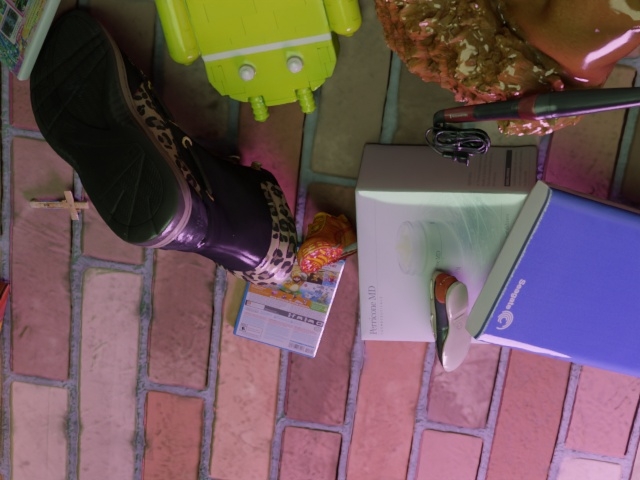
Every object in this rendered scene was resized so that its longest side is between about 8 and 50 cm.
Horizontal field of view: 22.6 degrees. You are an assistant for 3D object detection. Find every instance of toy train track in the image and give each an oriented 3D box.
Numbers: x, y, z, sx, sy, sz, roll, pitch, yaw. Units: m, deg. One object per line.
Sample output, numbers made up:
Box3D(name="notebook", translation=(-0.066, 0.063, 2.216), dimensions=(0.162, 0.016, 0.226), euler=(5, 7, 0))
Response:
Box3D(name="toy train track", translation=(-0.350, -0.051, 2.152), dimensions=(0.083, 0.014, 0.048), euler=(1, 127, 14))

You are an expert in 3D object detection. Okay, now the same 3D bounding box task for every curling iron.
Box3D(name="curling iron", translation=(0.241, -0.136, 1.733), dimensions=(0.274, 0.035, 0.068), euler=(-12, 130, 29))

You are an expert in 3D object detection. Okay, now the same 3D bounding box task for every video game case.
Box3D(name="video game case", translation=(-0.043, 0.076, 2.182), dimensions=(0.119, 0.015, 0.166), euler=(17, 121, -1))
Box3D(name="video game case", translation=(-0.378, -0.301, 1.963), dimensions=(0.143, 0.019, 0.157), euler=(44, 123, 24))

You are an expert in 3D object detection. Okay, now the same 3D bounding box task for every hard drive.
Box3D(name="hard drive", translation=(0.357, 0.058, 2.002), dimensions=(0.319, 0.040, 0.210), euler=(14, 110, -30))

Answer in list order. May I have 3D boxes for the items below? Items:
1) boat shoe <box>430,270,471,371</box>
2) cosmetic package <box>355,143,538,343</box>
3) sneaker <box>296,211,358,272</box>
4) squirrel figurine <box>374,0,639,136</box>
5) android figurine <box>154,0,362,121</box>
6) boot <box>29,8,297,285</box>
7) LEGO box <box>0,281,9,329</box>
Box3D(name="boat shoe", translation=(0.158, 0.101, 1.995), dimensions=(0.043, 0.049, 0.137), euler=(30, 136, 40))
Box3D(name="cosmetic package", translation=(0.162, 0.005, 2.043), dimensions=(0.225, 0.138, 0.224), euler=(1, 120, 8))
Box3D(name="sneaker", translation=(0.000, 0.000, 2.043), dimensions=(0.064, 0.175, 0.067), euler=(-29, 87, 14))
Box3D(name="squirrel figurine", translation=(0.194, -0.329, 1.776), dimensions=(0.370, 0.281, 0.397), euler=(31, 117, -3))
Box3D(name="android figurine", translation=(-0.074, -0.275, 1.962), dimensions=(0.248, 0.056, 0.272), euler=(-7, 117, 11))
Box3D(name="boot", translation=(-0.191, -0.106, 1.990), dimensions=(0.138, 0.377, 0.284), euler=(-46, 144, 14))
Box3D(name="LEGO box", translation=(-0.682, 0.251, 2.267), dimensions=(0.372, 0.193, 0.500), euler=(17, 121, -2))
